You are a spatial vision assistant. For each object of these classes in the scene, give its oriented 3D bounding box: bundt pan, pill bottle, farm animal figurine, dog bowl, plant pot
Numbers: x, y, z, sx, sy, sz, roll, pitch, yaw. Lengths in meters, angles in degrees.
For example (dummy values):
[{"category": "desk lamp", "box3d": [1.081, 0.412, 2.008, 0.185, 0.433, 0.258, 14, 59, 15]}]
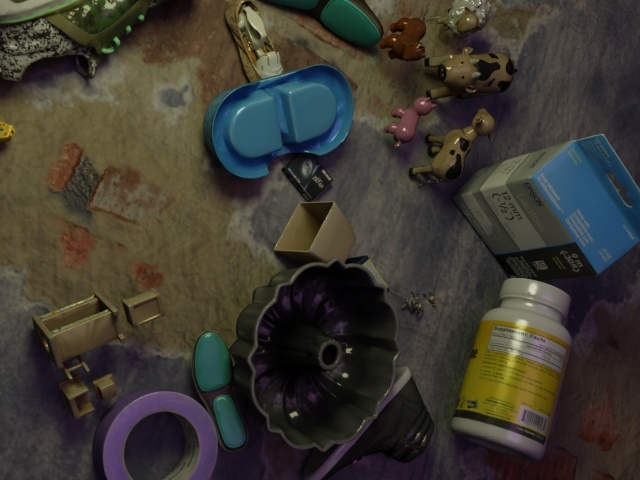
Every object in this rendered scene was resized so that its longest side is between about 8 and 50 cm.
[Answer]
[{"category": "bundt pan", "box3d": [-0.018, 0.190, 1.358, 0.331, 0.124, 0.330, -3, 94, -37]}, {"category": "pill bottle", "box3d": [0.394, 0.255, 1.570, 0.188, 0.188, 0.333, 27, 72, -23]}, {"category": "farm animal figurine", "box3d": [0.280, -0.305, 1.557, 0.327, 0.172, 0.330, -31, 112, -34]}, {"category": "dog bowl", "box3d": [-0.078, -0.221, 1.413, 0.297, 0.074, 0.165, -23, 117, -27]}, {"category": "plant pot", "box3d": [0.000, 0.000, 1.442, 0.096, 0.109, 0.109, 41, 67, -31]}]

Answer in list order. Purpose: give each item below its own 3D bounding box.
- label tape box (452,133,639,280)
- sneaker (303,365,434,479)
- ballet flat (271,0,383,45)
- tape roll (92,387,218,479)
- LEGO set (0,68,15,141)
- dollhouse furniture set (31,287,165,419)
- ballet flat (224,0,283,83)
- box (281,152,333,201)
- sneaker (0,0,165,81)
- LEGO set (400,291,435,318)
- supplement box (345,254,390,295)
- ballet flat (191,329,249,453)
[{"category": "label tape box", "box3d": [0.464, -0.050, 1.549, 0.115, 0.348, 0.249, -44, 105, -24]}, {"category": "sneaker", "box3d": [0.105, 0.381, 1.448, 0.296, 0.105, 0.146, -40, 98, -30]}, {"category": "ballet flat", "box3d": [0.006, -0.475, 1.502, 0.281, 0.095, 0.096, 20, 61, -25]}, {"category": "tape roll", "box3d": [-0.269, 0.338, 1.272, 0.189, 0.080, 0.188, 4, 82, -27]}, {"category": "LEGO set", "box3d": [-0.525, -0.163, 1.184, 0.093, 0.087, 0.227, 18, 76, -10]}, {"category": "dollhouse furniture set", "box3d": [-0.346, 0.170, 1.263, 0.182, 0.101, 0.160, -22, 120, -28]}, {"category": "ballet flat", "box3d": [-0.114, -0.351, 1.435, 0.073, 0.067, 0.206, -32, 100, -28]}, {"category": "box", "box3d": [-0.024, -0.125, 1.486, 0.067, 0.018, 0.083, -44, 105, -24]}, {"category": "sneaker", "box3d": [-0.376, -0.367, 1.288, 0.411, 0.158, 0.182, -23, 129, -33]}, {"category": "LEGO set", "box3d": [0.202, 0.125, 1.575, 0.083, 0.023, 0.054, -32, 99, -27]}, {"category": "supplement box", "box3d": [0.072, 0.080, 1.477, 0.056, 0.083, 0.083, -39, 102, -26]}, {"category": "ballet flat", "box3d": [-0.178, 0.260, 1.337, 0.072, 0.068, 0.213, -14, 86, -18]}]
